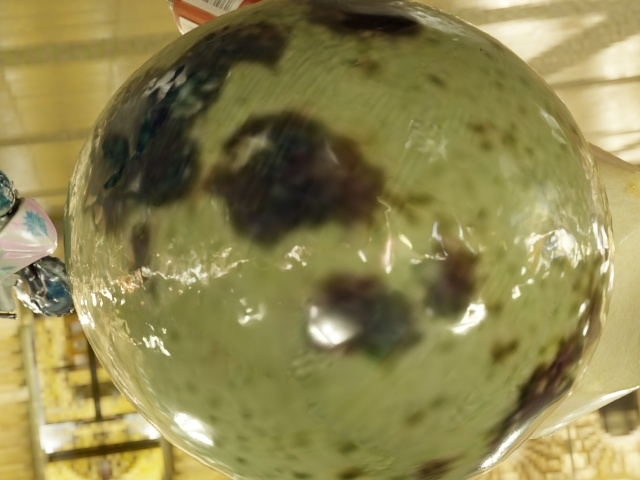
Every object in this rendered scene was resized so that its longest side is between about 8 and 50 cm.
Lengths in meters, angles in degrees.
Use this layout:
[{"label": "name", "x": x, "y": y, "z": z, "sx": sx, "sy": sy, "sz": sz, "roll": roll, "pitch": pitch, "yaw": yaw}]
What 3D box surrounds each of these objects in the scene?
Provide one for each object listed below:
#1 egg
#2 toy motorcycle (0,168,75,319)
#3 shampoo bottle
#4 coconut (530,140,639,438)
[{"label": "egg", "x": 0.000, "y": 0.000, "z": 0.912, "sx": 0.345, "sy": 0.345, "sz": 0.428, "roll": -5, "pitch": -165, "yaw": -32}, {"label": "toy motorcycle", "x": -0.354, "y": -0.021, "z": 1.300, "sx": 0.239, "sy": 0.108, "sz": 0.204, "roll": 4, "pitch": 139, "yaw": -5}, {"label": "shampoo bottle", "x": -0.106, "y": -0.267, "z": 1.551, "sx": 0.104, "sy": 0.104, "sz": 0.278, "roll": -6, "pitch": -158, "yaw": -28}, {"label": "coconut", "x": 0.224, "y": 0.039, "z": 1.402, "sx": 0.353, "sy": 0.352, "sz": 0.352, "roll": -7, "pitch": 178, "yaw": 0}]
